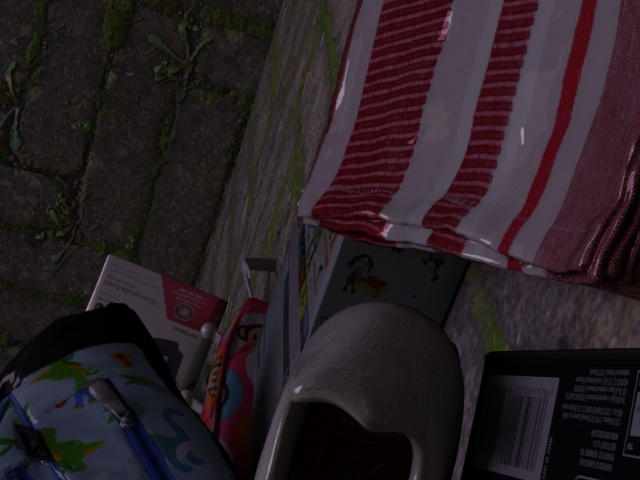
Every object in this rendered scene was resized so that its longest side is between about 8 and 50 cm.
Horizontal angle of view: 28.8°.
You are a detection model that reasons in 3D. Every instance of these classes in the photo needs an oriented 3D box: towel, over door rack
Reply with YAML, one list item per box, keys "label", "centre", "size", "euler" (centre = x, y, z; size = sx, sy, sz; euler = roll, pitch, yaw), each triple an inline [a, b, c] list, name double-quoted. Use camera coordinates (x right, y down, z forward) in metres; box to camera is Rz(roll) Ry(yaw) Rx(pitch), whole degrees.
- label: "towel"
  centre: [0.091, -0.105, 0.683]
  size: [0.329, 0.037, 0.237]
  euler: [13, 88, 63]
- label: "over door rack"
  centre: [-0.134, 0.194, 1.667]
  size: [0.324, 0.108, 0.239]
  euler: [-92, 19, -61]

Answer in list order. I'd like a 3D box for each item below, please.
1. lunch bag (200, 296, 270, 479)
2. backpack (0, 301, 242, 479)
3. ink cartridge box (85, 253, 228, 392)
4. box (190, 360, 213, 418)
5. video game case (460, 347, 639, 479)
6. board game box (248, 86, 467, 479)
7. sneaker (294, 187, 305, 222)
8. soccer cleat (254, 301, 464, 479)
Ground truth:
- label: "lunch bag"
  centre: [-0.075, 0.229, 1.214]
  size: [0.258, 0.120, 0.293]
  euler: [116, 164, -55]
- label: "backpack"
  centre: [-0.137, 0.257, 0.898]
  size: [0.355, 0.273, 0.290]
  euler: [33, 127, 37]
- label: "ink cartridge box"
  centre: [-0.255, 0.162, 1.745]
  size: [0.100, 0.172, 0.237]
  euler: [67, -135, -84]
- label: "box"
  centre: [-0.233, 0.242, 1.889]
  size: [0.114, 0.203, 0.103]
  euler: [111, 169, -46]
- label: "video game case"
  centre: [0.101, 0.168, 0.512]
  size: [0.275, 0.035, 0.248]
  euler: [155, 129, -77]
- label: "board game box"
  centre: [0.027, 0.033, 0.980]
  size: [0.224, 0.097, 0.303]
  euler: [-93, 18, -59]
- label: "sneaker"
  centre: [0.000, 0.000, 1.304]
  size: [0.152, 0.061, 0.053]
  euler: [-90, 19, -52]
- label: "soccer cleat"
  centre: [-0.002, 0.193, 0.659]
  size: [0.143, 0.116, 0.331]
  euler: [-35, -45, -65]
